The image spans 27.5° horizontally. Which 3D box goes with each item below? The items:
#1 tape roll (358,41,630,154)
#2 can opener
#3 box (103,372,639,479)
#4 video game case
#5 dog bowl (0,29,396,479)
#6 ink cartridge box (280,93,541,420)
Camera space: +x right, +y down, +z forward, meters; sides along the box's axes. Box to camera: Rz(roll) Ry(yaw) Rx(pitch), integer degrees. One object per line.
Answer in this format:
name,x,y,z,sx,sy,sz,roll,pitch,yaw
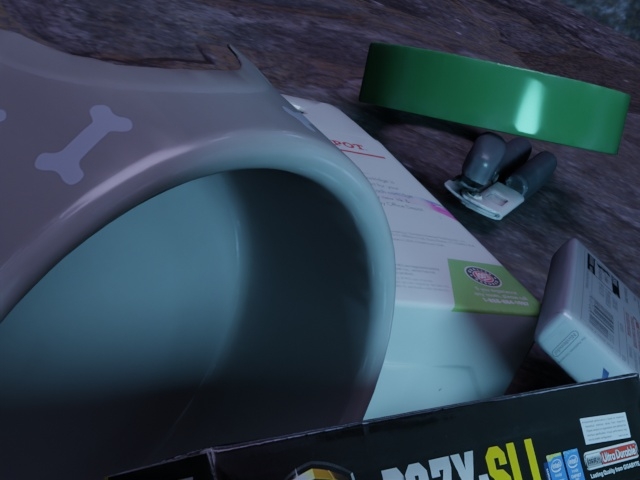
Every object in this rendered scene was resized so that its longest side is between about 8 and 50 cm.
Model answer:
tape roll,0.209,-0.172,1.590,0.321,0.077,0.321,12,7,-2
can opener,0.224,-0.089,1.536,0.076,0.095,0.283,31,25,14
box,0.070,0.208,0.618,0.322,0.079,0.257,-3,75,-45
video game case,0.294,0.134,1.040,0.300,0.036,0.329,44,15,3
dog bowl,-0.101,0.071,0.609,0.102,0.348,0.349,33,25,33
ink cartridge box,0.000,0.000,1.111,0.207,0.119,0.353,7,30,-37
